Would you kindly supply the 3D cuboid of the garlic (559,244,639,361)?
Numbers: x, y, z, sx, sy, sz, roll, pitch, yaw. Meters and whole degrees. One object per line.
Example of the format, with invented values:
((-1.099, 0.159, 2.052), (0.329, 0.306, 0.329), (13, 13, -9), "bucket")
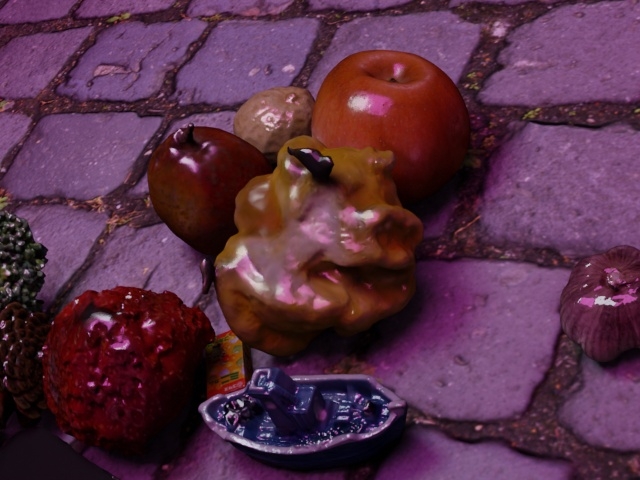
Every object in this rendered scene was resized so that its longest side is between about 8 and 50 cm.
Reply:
((0.374, 0.071, 1.313), (0.159, 0.102, 0.147), (-37, 40, -9), "garlic")

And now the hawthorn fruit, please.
((-0.182, -0.103, 1.704), (0.208, 0.248, 0.208), (-11, 44, 11), "hawthorn fruit")

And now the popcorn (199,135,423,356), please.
((0.000, 0.000, 1.502), (0.316, 0.281, 0.297), (-22, 70, 30), "popcorn")

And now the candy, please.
((-0.135, 0.190, 1.541), (0.062, 0.038, 0.122), (-21, 42, 10), "candy")

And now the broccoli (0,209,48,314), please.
((-0.601, 0.090, 1.767), (0.246, 0.247, 0.288), (16, 53, 46), "broccoli")

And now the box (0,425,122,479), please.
((-0.415, 0.442, 1.416), (0.359, 0.091, 0.350), (19, 60, 42), "box")

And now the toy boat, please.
((-0.026, 0.224, 1.365), (0.309, 0.142, 0.129), (-5, 45, 28), "toy boat")

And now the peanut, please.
((-0.077, -0.209, 1.850), (0.159, 0.109, 0.140), (-40, 69, 5), "peanut")

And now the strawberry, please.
((-0.291, 0.164, 1.505), (0.274, 0.220, 0.274), (-24, 33, 17), "strawberry")

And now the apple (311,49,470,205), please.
((0.107, -0.182, 1.637), (0.252, 0.206, 0.271), (-4, 35, 12), "apple")

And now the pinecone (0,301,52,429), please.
((-0.492, 0.200, 1.604), (0.208, 0.207, 0.207), (-16, 43, 16), "pinecone")
